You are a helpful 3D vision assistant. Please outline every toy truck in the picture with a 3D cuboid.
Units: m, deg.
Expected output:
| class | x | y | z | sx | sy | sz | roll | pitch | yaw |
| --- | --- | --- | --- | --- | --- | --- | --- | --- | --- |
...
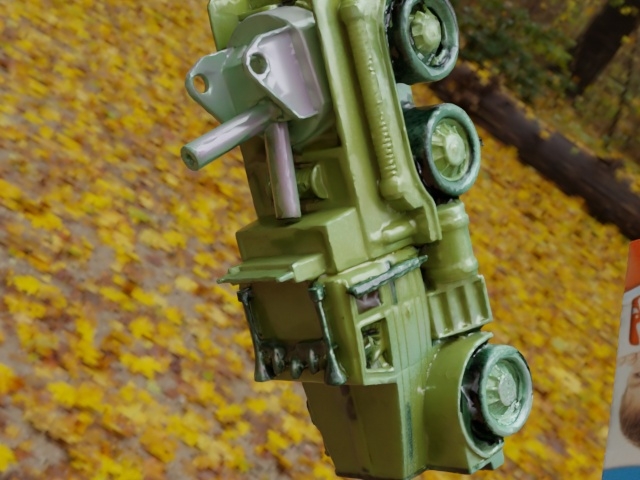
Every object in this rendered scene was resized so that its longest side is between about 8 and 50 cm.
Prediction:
| class | x | y | z | sx | sy | sz | roll | pitch | yaw |
| --- | --- | --- | --- | --- | --- | --- | --- | --- | --- |
| toy truck | 0.003 | 0.002 | 0.529 | 0.128 | 0.259 | 0.135 | -3 | 18 | 44 |

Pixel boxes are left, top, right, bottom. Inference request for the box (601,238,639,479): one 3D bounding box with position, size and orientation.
| class | x | y | z | sx | sy | sz | roll | pitch | yaw |
| --- | --- | --- | --- | --- | --- | --- | --- | --- | --- |
| box | 0.307 | 0.067 | 0.646 | 0.048 | 0.273 | 0.265 | 47 | 42 | -27 |
